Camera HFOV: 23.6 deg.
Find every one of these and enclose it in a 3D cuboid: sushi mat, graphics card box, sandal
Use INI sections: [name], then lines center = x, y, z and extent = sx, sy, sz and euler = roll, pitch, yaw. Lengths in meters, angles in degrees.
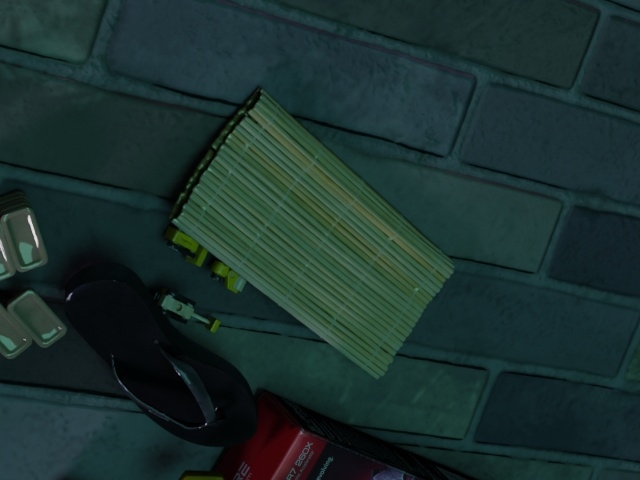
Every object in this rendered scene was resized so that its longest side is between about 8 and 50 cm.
[sushi mat]
center = 0.000, 0.000, 1.482
extent = 0.316, 0.019, 0.151
euler = 40, 79, -36
[graphics card box]
center = 0.035, 0.326, 1.611
extent = 0.371, 0.094, 0.233
euler = 28, 96, -36
[sandal]
center = -0.150, 0.123, 1.415
extent = 0.097, 0.054, 0.254
euler = -28, 128, 18

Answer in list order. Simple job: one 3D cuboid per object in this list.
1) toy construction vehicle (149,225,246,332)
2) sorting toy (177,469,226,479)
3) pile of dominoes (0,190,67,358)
[toy construction vehicle]
center = -0.119, 0.035, 1.437
extent = 0.098, 0.035, 0.086
euler = 27, 85, -38
[sorting toy]
center = -0.182, 0.340, 1.453
extent = 0.229, 0.041, 0.307
euler = 38, 94, -10
[pile of dominoes]
center = -0.358, 0.037, 1.308
extent = 0.251, 0.040, 0.196
euler = -20, 120, -12
